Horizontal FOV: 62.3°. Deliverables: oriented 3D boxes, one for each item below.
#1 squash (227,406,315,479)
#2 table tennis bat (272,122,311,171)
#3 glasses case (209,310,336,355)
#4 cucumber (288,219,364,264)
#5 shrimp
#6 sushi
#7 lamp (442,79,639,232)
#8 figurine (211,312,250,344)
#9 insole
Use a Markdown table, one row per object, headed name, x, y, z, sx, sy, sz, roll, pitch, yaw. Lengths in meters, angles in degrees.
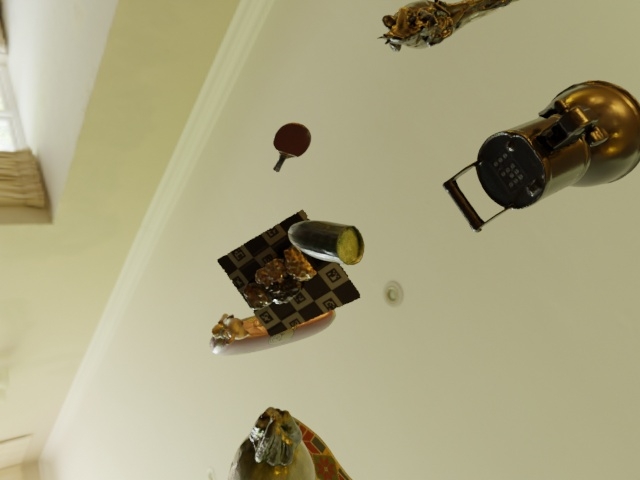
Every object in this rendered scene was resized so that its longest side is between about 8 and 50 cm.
| name | x | y | z | sx | sy | sz | roll | pitch | yaw |
| --- | --- | --- | --- | --- | --- | --- | --- | --- | --- |
| squash | -0.046 | 0.252 | 0.517 | 0.094 | 0.094 | 0.341 | 53 | -23 | 33 |
| table tennis bat | -0.044 | -0.126 | 0.723 | 0.083 | 0.050 | 0.007 | -55 | -150 | 38 |
| glasses case | -0.107 | 0.211 | 1.262 | 0.123 | 0.316 | 0.075 | -51 | -126 | 52 |
| cucumber | 0.000 | 0.000 | 0.647 | 0.105 | 0.048 | 0.048 | 11 | -79 | 40 |
| shrimp | 0.164 | -0.248 | 0.541 | 0.198 | 0.262 | 0.051 | -15 | -76 | 33 |
| sushi | -0.069 | 0.078 | 0.952 | 0.215 | 0.050 | 0.192 | -29 | -79 | 26 |
| lamp | 0.292 | -0.114 | 0.669 | 0.147 | 0.227 | 0.172 | 59 | -33 | 12 |
| figurine | -0.175 | 0.168 | 0.996 | 0.083 | 0.051 | 0.047 | 6 | -57 | 53 |
| insole | 0.007 | 0.298 | 0.685 | 0.193 | 0.065 | 0.006 | 46 | -61 | 4 |
